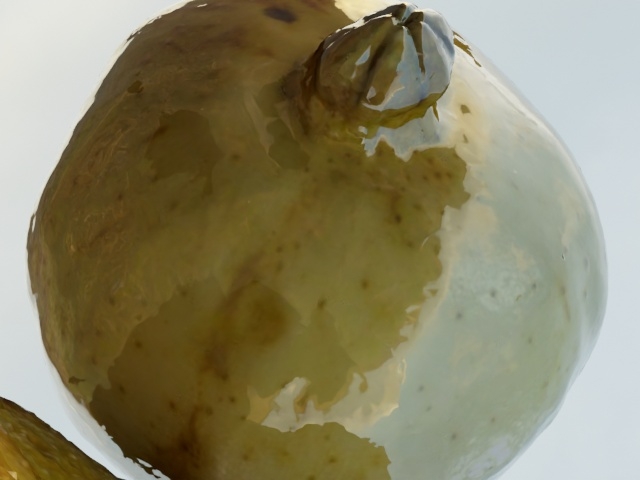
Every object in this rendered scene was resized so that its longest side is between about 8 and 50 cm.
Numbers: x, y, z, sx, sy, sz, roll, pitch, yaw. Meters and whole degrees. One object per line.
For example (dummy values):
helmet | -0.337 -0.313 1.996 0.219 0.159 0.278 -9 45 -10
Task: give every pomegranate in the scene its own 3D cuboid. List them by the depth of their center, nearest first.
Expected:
pomegranate | 0.000 0.000 0.814 0.410 0.410 0.410 -36 -142 34

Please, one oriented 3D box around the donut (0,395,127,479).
donut | -0.101 0.219 0.571 0.163 0.377 0.435 -47 165 -8
